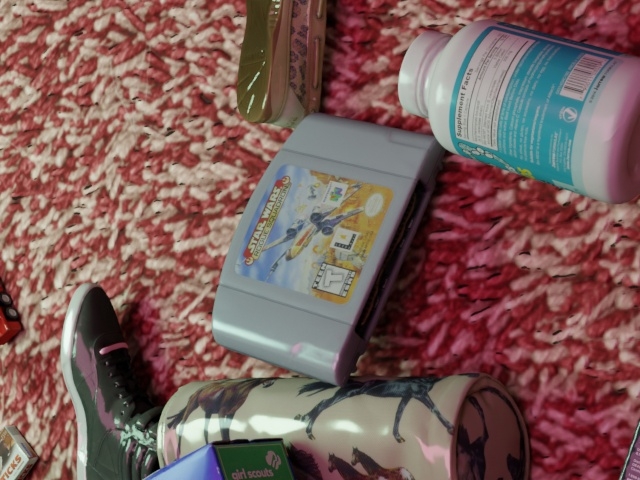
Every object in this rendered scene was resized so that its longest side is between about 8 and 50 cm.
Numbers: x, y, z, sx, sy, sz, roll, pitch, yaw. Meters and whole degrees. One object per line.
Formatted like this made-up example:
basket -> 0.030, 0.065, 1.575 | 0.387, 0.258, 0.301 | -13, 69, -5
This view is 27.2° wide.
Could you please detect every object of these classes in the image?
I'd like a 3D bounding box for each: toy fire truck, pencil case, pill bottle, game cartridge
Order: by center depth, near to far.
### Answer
pill bottle -> 0.212, -0.140, 1.347 | 0.264, 0.146, 0.146 | 22, 100, 32
pencil case -> 0.024, 0.238, 1.446 | 0.410, 0.160, 0.184 | -6, 106, 32
game cartridge -> 0.000, 0.000, 1.471 | 0.198, 0.062, 0.297 | 16, 74, 28
toy fire truck -> -0.477, 0.096, 1.780 | 0.047, 0.135, 0.192 | -39, 69, 25

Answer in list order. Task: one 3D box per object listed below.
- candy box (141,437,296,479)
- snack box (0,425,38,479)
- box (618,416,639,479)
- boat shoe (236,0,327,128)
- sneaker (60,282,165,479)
candy box -> -0.119, 0.398, 1.355 | 0.268, 0.122, 0.317 | -32, 68, 30
snack box -> -0.456, 0.341, 1.825 | 0.064, 0.022, 0.178 | 46, 111, 24
box -> 0.365, 0.166, 1.233 | 0.093, 0.156, 0.158 | 20, 99, 31
boat shoe -> -0.032, -0.273, 1.553 | 0.104, 0.089, 0.285 | 12, 93, 58
sneaker -> -0.233, 0.196, 1.647 | 0.147, 0.104, 0.296 | -5, 92, 30
